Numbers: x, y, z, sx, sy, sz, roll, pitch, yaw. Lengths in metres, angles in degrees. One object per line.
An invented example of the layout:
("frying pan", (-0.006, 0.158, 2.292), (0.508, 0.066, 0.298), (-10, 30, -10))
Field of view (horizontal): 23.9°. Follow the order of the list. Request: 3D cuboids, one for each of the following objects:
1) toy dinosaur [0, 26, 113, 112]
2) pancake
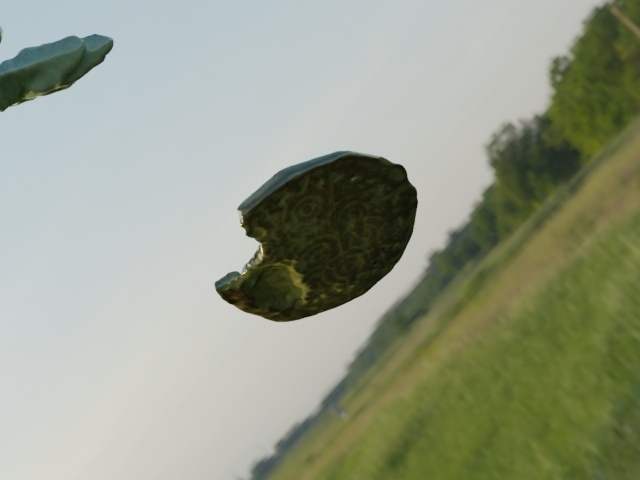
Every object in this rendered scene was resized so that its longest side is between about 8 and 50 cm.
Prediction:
("toy dinosaur", (-0.302, -0.053, 0.771), (0.393, 0.092, 0.205), (-17, 0, -1))
("pancake", (0.000, 0.000, 1.494), (0.212, 0.029, 0.235), (-2, -44, -30))
